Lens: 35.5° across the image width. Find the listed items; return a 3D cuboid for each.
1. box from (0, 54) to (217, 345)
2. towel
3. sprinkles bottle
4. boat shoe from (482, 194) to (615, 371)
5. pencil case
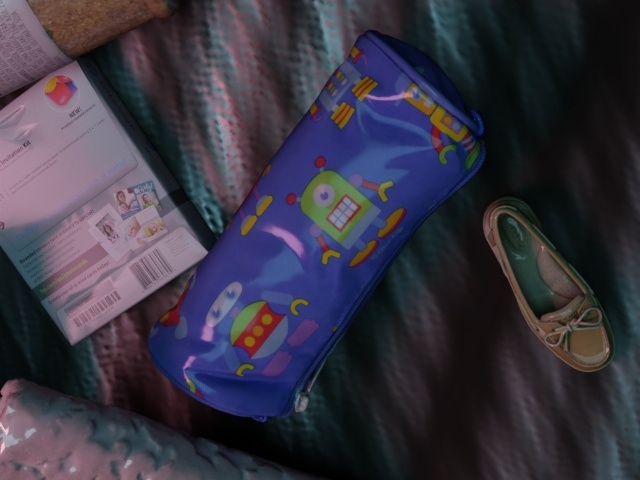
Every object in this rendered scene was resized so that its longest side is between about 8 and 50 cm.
[{"bbox_3d":[-0.193,-0.031,0.802,0.145,0.038,0.186,-34,95,13],"label":"box"},{"bbox_3d":[-0.155,0.278,0.766,0.332,0.053,0.317,26,107,-31],"label":"towel"},{"bbox_3d":[-0.283,-0.146,0.727,0.355,0.121,0.121,-25,96,5],"label":"sprinkles bottle"},{"bbox_3d":[0.171,0.036,0.751,0.056,0.048,0.153,-28,95,13],"label":"boat shoe"},{"bbox_3d":[0.000,0.000,0.735,0.133,0.119,0.306,38,104,8],"label":"pencil case"}]
